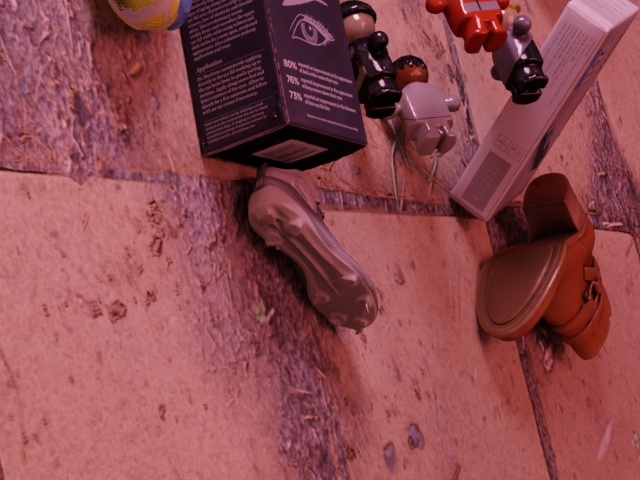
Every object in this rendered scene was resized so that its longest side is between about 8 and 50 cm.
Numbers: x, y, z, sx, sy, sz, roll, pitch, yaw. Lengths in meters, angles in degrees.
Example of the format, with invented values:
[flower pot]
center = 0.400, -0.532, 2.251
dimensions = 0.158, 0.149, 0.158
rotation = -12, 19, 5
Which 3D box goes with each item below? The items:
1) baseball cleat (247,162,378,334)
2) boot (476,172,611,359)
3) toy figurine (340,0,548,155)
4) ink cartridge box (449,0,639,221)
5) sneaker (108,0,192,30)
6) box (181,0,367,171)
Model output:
[baseball cleat]
center = 0.000, 0.000, 1.743
dimensions = 0.206, 0.072, 0.109
rotation = 53, 28, -35
[boot]
center = 0.295, 0.079, 2.178
dimensions = 0.220, 0.109, 0.283
rotation = 64, 31, -35
[toy figurine]
center = 0.137, -0.220, 1.955
dimensions = 0.209, 0.213, 0.148
rotation = 30, 33, -53
[ink cartridge box]
center = 0.297, -0.188, 2.131
dimensions = 0.066, 0.296, 0.261
rotation = 36, 30, 10
[sneaker]
center = -0.179, -0.304, 1.619
dimensions = 0.126, 0.091, 0.240
rotation = 32, 45, -73
[box]
center = -0.051, -0.185, 1.720
dimensions = 0.153, 0.108, 0.207
rotation = 12, 64, -56
